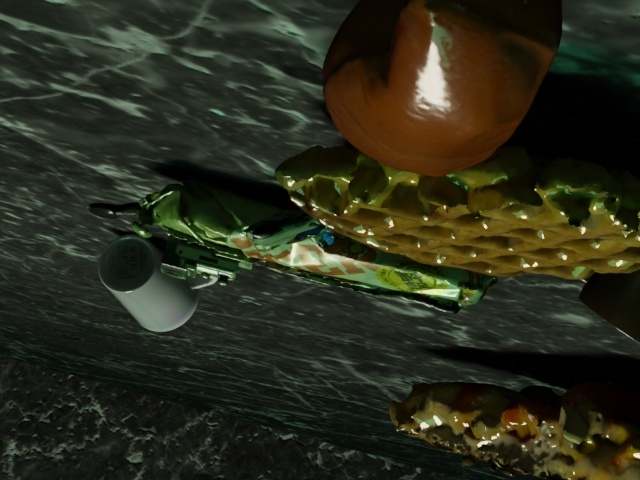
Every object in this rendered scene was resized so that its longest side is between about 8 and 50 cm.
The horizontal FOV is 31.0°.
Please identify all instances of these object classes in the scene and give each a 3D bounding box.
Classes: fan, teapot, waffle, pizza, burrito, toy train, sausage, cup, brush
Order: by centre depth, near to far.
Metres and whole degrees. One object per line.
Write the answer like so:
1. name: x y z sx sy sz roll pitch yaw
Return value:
1. sausage: 0.050 -0.076 0.481 0.089 0.089 0.179 15 171 -6
2. fan: 0.106 -0.063 0.637 0.056 0.004 0.083 23 163 -33
3. waffle: 0.097 -0.020 0.666 0.243 0.059 0.238 5 172 25
4. teapot: 0.215 0.027 0.770 0.121 0.068 0.076 34 -171 5
5. burrito: 0.000 0.000 0.874 0.288 0.054 0.104 14 165 -1
6. toy train: -0.097 0.011 1.010 0.083 0.053 0.033 15 165 0
7. brush: -0.183 -0.026 1.037 0.083 0.008 0.024 -2 156 47
8. cup: -0.160 0.038 1.167 0.104 0.074 0.116 -13 156 7
9. pizza: 0.272 0.202 1.263 0.406 0.130 0.440 11 176 13
